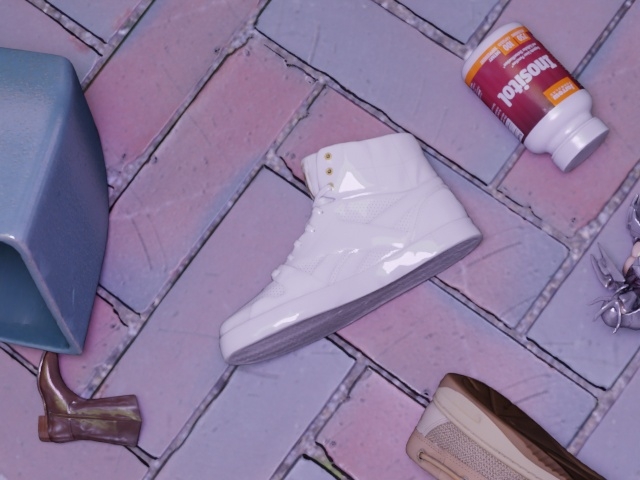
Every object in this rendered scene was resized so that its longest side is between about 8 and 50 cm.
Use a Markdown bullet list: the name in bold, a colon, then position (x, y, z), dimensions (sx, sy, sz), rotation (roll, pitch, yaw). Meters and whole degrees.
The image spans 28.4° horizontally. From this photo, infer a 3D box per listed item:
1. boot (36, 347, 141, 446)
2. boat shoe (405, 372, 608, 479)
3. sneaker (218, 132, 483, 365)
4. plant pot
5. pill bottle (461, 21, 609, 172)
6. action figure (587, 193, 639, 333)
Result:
- **boot**: position (-0.241, 0.165, 1.338), dimensions (0.114, 0.037, 0.106), rotation (-1, 92, 11)
- **boat shoe**: position (0.215, 0.262, 1.181), dimensions (0.341, 0.122, 0.110), rotation (42, 104, 41)
- **sneaker**: position (0.000, 0.000, 1.309), dimensions (0.293, 0.108, 0.169), rotation (-28, 74, -8)
- **plant pot**: position (-0.348, -0.063, 1.302), dimensions (0.248, 0.247, 0.252), rotation (9, 61, 10)
- **pill bottle**: position (0.224, -0.147, 1.308), dimensions (0.086, 0.086, 0.152), rotation (-41, 76, -1)
- **action figure**: position (0.389, 0.014, 1.239), dimensions (0.285, 0.099, 0.185), rotation (-26, 57, -6)
